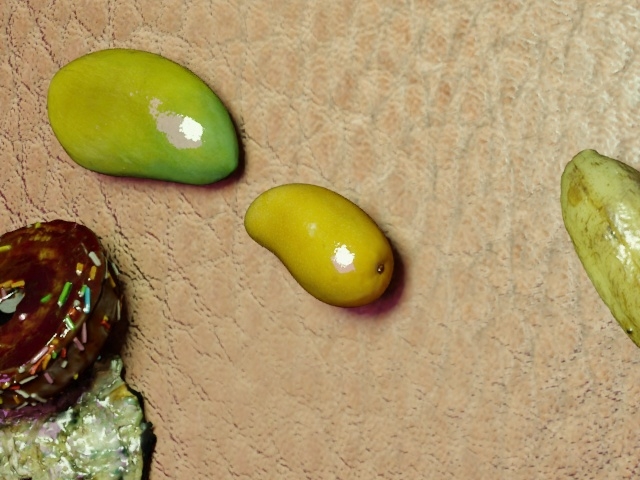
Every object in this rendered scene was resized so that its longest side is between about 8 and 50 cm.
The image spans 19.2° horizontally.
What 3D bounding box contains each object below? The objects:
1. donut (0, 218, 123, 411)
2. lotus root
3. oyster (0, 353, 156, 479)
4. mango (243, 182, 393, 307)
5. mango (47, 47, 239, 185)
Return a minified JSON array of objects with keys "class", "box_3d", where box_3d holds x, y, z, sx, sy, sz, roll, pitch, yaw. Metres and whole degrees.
[{"class":"donut","box_3d":[-0.312,0.085,2.016,0.235,0.089,0.235,-21,42,21]},{"class":"lotus root","box_3d":[0.295,0.027,1.686,0.110,0.097,0.258,-49,60,22]},{"class":"oyster","box_3d":[-0.299,0.236,2.044,0.260,0.092,0.198,-25,77,25]},{"class":"mango","box_3d":[0.000,0.000,1.879,0.184,0.085,0.102,35,108,40]},{"class":"mango","box_3d":[-0.187,-0.133,2.003,0.237,0.091,0.137,7,95,26]}]
